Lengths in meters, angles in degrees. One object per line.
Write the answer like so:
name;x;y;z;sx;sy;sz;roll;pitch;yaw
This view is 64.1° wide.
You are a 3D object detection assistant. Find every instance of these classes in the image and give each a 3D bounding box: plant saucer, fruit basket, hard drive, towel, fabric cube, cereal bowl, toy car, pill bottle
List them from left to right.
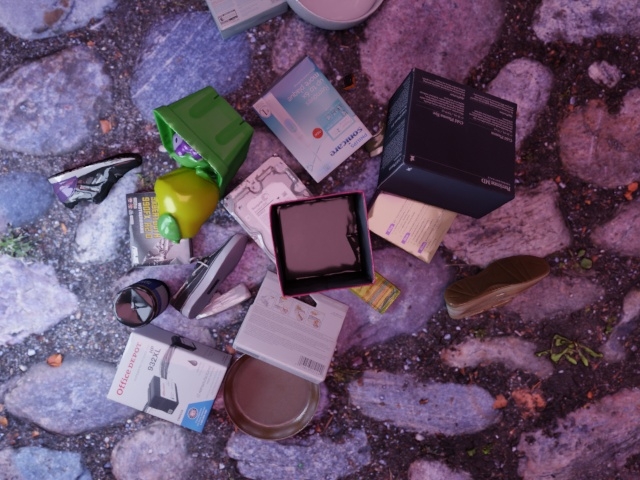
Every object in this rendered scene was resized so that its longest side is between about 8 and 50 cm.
pill bottle;-0.521;0.179;1.522;0.122;0.219;0.123;0;94;-3
fruit basket;-0.367;-0.195;1.429;0.392;0.392;0.283;-45;94;1
plant saucer;-0.156;0.484;1.643;0.310;0.050;0.311;0;94;-1
hard drive;-0.114;-0.071;1.600;0.237;0.064;0.339;-40;94;1
fabric cube;0.000;0.000;1.449;0.259;0.258;0.254;-8;95;-2
cereal bowl;0.027;-0.775;1.499;0.338;0.141;0.339;1;88;-15
toy car;0.061;-0.468;1.600;0.122;0.060;0.040;-30;139;16
towel;0.137;0.131;1.643;0.237;0.021;0.102;37;91;-4

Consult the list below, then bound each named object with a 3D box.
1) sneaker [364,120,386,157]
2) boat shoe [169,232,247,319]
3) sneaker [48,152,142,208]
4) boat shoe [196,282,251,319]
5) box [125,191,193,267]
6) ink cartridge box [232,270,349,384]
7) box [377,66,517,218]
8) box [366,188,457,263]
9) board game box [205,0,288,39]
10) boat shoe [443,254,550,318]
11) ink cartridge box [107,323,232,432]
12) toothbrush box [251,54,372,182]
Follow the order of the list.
sneaker;0.219;-0.341;1.590;0.192;0.064;0.086;-31;95;0
boat shoe;-0.347;0.091;1.580;0.105;0.113;0.306;33;86;16
sneaker;-0.667;-0.181;1.566;0.283;0.107;0.124;-16;109;3
boat shoe;-0.312;0.190;1.612;0.184;0.066;0.063;-26;81;2
box;-0.498;-0.036;1.590;0.183;0.056;0.231;-3;94;-1
ink cartridge box;-0.087;0.272;1.611;0.296;0.066;0.261;24;61;-3
box;0.364;-0.270;1.466;0.343;0.179;0.313;15;68;-13
box;0.273;-0.082;1.585;0.243;0.117;0.214;29;92;-5
board game box;-0.259;-0.797;1.526;0.224;0.097;0.303;-24;96;-1
boat shoe;0.557;0.150;1.625;0.341;0.122;0.110;-20;132;2
ink cartridge box;-0.462;0.421;1.587;0.307;0.129;0.223;22;93;-3
toothbrush box;-0.026;-0.356;1.506;0.216;0.126;0.295;-39;110;9
